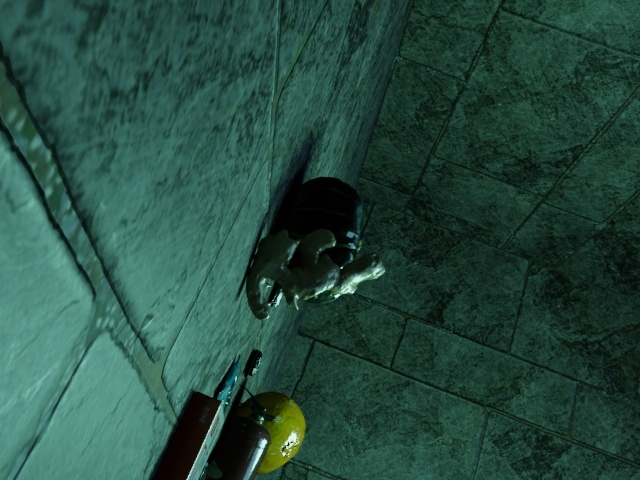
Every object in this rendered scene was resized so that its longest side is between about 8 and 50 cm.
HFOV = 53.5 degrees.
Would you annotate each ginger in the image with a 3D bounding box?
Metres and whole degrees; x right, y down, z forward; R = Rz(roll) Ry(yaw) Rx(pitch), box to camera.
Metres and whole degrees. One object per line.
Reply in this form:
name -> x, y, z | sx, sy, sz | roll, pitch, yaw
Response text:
ginger -> -0.005, 0.043, 1.091 | 0.065, 0.258, 0.150 | -139, -138, -61

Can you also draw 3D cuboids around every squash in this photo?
squash -> 0.000, 0.000, 1.259 | 0.252, 0.165, 0.252 | 19, 90, -88

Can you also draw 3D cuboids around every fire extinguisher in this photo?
fire extinguisher -> -0.207, 0.508, 1.438 | 0.337, 0.135, 0.114 | -63, 179, -12

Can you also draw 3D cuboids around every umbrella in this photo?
umbrella -> -0.093, 0.099, 1.525 | 0.036, 0.031, 0.133 | 1, 112, -58

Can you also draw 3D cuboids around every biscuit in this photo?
biscuit -> -0.171, 0.318, 1.611 | 0.089, 0.027, 0.087 | 107, 4, -46

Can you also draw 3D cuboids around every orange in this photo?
orange -> -0.146, 0.501, 1.669 | 0.219, 0.193, 0.219 | -28, -163, 10

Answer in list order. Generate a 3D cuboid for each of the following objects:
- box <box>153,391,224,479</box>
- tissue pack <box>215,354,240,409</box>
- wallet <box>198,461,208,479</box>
box -> -0.217, 0.358, 0.978 | 0.123, 0.050, 0.229 | 101, 11, -60
tissue pack -> -0.188, 0.302, 1.286 | 0.138, 0.027, 0.085 | -69, 178, -65
wallet -> -0.283, 0.554, 1.135 | 0.318, 0.045, 0.172 | -66, 178, -52
